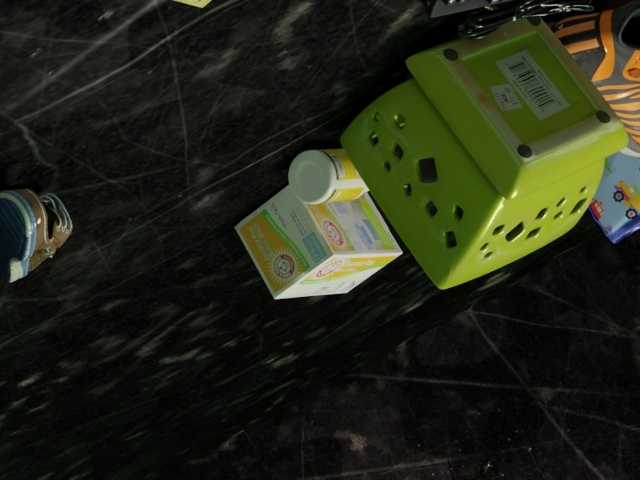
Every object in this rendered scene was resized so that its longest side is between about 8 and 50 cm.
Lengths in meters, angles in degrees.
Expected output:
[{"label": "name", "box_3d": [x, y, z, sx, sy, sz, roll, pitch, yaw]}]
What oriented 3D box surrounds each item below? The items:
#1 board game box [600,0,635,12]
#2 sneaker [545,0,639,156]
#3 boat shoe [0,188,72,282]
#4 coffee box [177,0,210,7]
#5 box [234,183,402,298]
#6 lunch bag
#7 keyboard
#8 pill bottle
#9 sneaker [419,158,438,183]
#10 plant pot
[{"label": "board game box", "box_3d": [0.443, -0.350, 1.579, 0.208, 0.056, 0.347, -32, 166, -8]}, {"label": "sneaker", "box_3d": [0.416, -0.193, 1.658, 0.180, 0.124, 0.321, -12, 160, 41]}, {"label": "boat shoe", "box_3d": [-0.273, -0.016, 1.291, 0.066, 0.066, 0.183, -29, 177, -22]}, {"label": "coffee box", "box_3d": [-0.058, -0.240, 0.968, 0.184, 0.040, 0.113, -36, 165, 22]}, {"label": "box", "box_3d": [0.000, 0.000, 1.771, 0.103, 0.114, 0.203, -37, 163, 24]}, {"label": "lunch bag", "box_3d": [0.452, -0.152, 1.919, 0.293, 0.221, 0.138, -35, 165, 18]}, {"label": "keyboard", "box_3d": [0.252, -0.272, 1.403, 0.317, 0.033, 0.201, -15, 164, -18]}, {"label": "pill bottle", "box_3d": [0.019, -0.078, 1.637, 0.065, 0.065, 0.116, -38, 163, 30]}, {"label": "sneaker", "box_3d": [0.255, -0.161, 1.751, 0.330, 0.122, 0.146, -28, 156, -29]}, {"label": "plant pot", "box_3d": [0.193, -0.115, 1.539, 0.227, 0.228, 0.207, -23, 160, -32]}]
